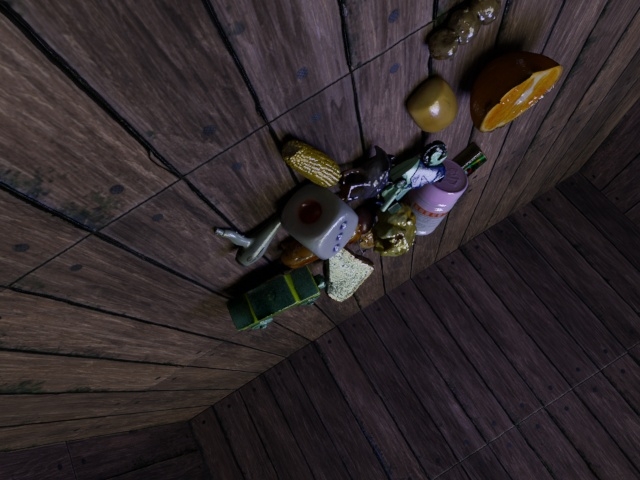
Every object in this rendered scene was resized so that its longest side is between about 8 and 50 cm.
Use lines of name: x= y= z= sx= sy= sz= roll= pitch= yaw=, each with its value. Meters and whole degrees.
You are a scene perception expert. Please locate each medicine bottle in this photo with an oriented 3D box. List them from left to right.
medicine bottle: x=0.478 y=-0.185 z=1.773 sx=0.202 sy=0.202 sz=0.316 roll=-23 pitch=156 yaw=-24

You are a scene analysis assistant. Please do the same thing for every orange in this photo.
orange: x=0.616 y=-0.473 z=1.307 sx=0.274 sy=0.274 sz=0.310 roll=101 pitch=15 yaw=-60

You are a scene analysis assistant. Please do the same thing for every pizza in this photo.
pizza: x=0.259 y=-0.015 z=2.020 sx=0.161 sy=0.062 sz=0.182 roll=-40 pitch=156 yaw=2

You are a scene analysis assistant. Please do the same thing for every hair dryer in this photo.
hair dryer: x=-0.220 y=-0.031 z=1.358 sx=0.219 sy=0.088 sz=0.225 roll=-36 pitch=143 yaw=-10

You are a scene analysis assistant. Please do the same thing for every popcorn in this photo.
popcorn: x=0.312 y=-0.042 z=1.687 sx=0.266 sy=0.192 sz=0.233 roll=-47 pitch=154 yaw=-57

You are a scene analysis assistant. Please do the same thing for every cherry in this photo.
cherry: x=0.186 y=-0.047 z=1.759 sx=0.107 sy=0.090 sz=0.226 roll=-68 pitch=158 yaw=-46

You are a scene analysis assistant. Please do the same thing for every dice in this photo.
dice: x=-0.004 y=-0.064 z=1.345 sx=0.193 sy=0.194 sz=0.192 roll=-51 pitch=156 yaw=-2

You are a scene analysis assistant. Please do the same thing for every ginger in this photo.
ginger: x=0.368 y=-0.546 z=1.040 sx=0.204 sy=0.080 sz=0.104 roll=-38 pitch=163 yaw=8

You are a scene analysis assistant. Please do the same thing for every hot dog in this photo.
hot dog: x=0.000 y=0.000 z=1.610 sx=0.348 sy=0.117 sz=0.158 roll=-25 pitch=167 yaw=8

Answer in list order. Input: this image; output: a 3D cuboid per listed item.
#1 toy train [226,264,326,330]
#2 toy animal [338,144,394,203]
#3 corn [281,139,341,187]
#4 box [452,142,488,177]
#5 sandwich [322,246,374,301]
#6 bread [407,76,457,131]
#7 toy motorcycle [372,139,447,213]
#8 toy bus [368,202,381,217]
toy train: x=-0.187 y=0.244 z=1.723 sx=0.442 sy=0.179 sz=0.272 roll=-25 pitch=170 yaw=-2
toy animal: x=0.147 y=-0.209 z=1.392 sx=0.185 sy=0.122 sz=0.298 roll=-5 pitch=152 yaw=-42
corn: x=-0.022 y=-0.221 z=1.176 sx=0.091 sy=0.091 sz=0.260 roll=3 pitch=173 yaw=27
box: x=0.643 y=-0.329 z=1.870 sx=0.240 sy=0.071 sz=0.159 roll=-43 pitch=153 yaw=23
sandwich: x=0.071 y=0.131 z=1.824 sx=0.288 sy=0.100 sz=0.254 roll=36 pitch=109 yaw=-30
bread: x=0.366 y=-0.416 z=1.288 sx=0.147 sy=0.098 sz=0.217 roll=-46 pitch=156 yaw=20
toy motorcycle: x=0.347 y=-0.239 z=1.546 sx=0.331 sy=0.125 sz=0.196 roll=-37 pitch=142 yaw=19
toy bus: x=0.238 y=-0.132 z=1.782 sx=0.052 sy=0.037 sz=0.131 roll=-18 pitch=153 yaw=-43
